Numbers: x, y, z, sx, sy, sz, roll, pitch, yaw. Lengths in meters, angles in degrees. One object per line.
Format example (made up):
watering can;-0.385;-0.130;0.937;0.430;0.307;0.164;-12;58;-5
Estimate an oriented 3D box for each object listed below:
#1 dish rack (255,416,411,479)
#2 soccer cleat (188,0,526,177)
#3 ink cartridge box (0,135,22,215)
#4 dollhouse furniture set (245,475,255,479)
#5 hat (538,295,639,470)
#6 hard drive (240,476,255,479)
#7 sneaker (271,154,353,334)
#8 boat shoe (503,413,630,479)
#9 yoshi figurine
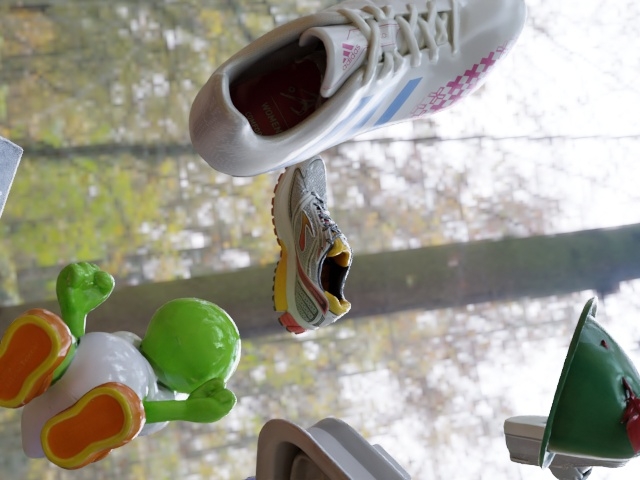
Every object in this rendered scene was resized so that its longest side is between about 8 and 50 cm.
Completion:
dish rack;0.076;0.281;0.899;0.333;0.072;0.285;41;-38;36
soccer cleat;0.045;-0.151;1.168;0.116;0.331;0.143;59;-15;9
ink cartridge box;-0.382;-0.048;1.164;0.371;0.069;0.176;33;74;-69
dollhouse furniture set;-0.223;0.417;1.735;0.394;0.362;0.256;-126;-151;-66
hat;0.323;0.177;1.370;0.173;0.183;0.208;61;48;-67
hard drive;-0.188;0.356;1.324;0.040;0.319;0.210;24;-63;53
sneaker;0.000;0.000;1.710;0.093;0.088;0.225;-14;-110;32
boat shoe;0.348;0.298;1.961;0.227;0.079;0.081;5;-77;53
yoshi figurine;-0.190;0.126;1.473;0.362;0.203;0.203;8;84;-78
